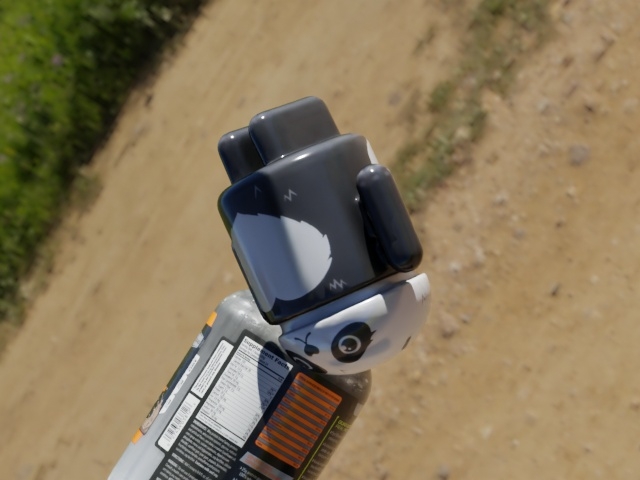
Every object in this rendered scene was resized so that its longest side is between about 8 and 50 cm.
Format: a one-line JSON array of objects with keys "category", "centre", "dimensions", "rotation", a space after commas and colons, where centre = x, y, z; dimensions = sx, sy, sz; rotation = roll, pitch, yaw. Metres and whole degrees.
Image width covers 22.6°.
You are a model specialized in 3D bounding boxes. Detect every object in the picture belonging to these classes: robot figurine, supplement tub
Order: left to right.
[{"category": "supplement tub", "centre": [-0.080, 0.204, 1.834], "dimensions": [0.338, 0.207, 0.207], "rotation": [-57, 34, -3]}, {"category": "robot figurine", "centre": [0.000, 0.000, 1.617], "dimensions": [0.173, 0.278, 0.209], "rotation": [-24, -1, -2]}]
